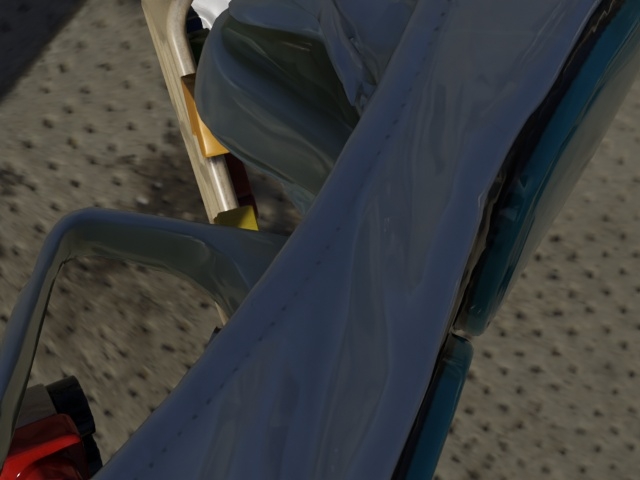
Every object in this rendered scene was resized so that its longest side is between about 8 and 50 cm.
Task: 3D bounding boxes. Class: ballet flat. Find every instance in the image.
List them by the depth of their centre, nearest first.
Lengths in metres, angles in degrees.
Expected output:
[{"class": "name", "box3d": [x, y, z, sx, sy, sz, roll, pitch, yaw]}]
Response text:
[{"class": "ballet flat", "box3d": [0.000, 0.000, 0.440, 0.139, 0.139, 0.400, 39, 57, -15]}]

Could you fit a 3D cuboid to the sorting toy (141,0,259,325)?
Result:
[{"class": "sorting toy", "box3d": [-0.056, -0.046, 0.916, 0.041, 0.307, 0.229, -14, 110, -7]}]

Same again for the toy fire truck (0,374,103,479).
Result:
[{"class": "toy fire truck", "box3d": [-0.199, 0.266, 1.388, 0.159, 0.246, 0.217, -20, 137, -17]}]

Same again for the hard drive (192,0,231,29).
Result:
[{"class": "hard drive", "box3d": [-0.016, -0.231, 1.336, 0.237, 0.064, 0.339, -36, 101, 11]}]

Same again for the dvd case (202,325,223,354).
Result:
[{"class": "dvd case", "box3d": [-0.103, 0.214, 1.549, 0.022, 0.180, 0.253, 31, 78, -33]}]
